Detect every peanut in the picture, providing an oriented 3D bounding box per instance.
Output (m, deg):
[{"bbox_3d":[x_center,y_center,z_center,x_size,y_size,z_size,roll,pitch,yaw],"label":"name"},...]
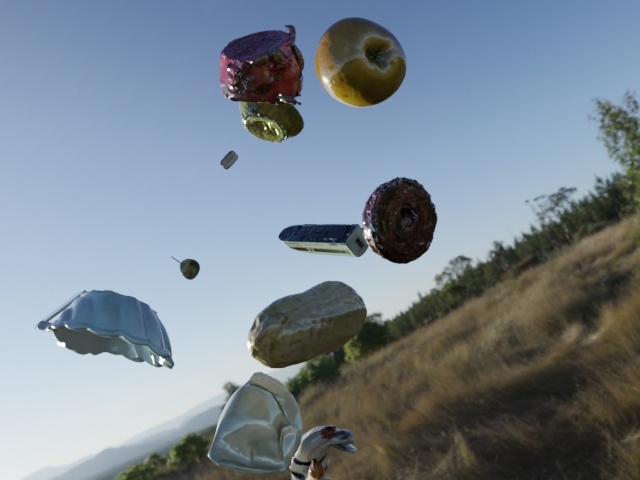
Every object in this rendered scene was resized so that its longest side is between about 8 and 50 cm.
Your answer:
[{"bbox_3d":[-0.025,0.175,1.217,0.152,0.152,0.313,-31,-9,36],"label":"peanut"}]

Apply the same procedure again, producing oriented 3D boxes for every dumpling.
[{"bbox_3d":[-0.125,0.397,1.258,0.252,0.179,0.131,-66,-5,-56],"label":"dumpling"}]

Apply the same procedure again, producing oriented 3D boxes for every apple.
[{"bbox_3d":[0.083,-0.354,1.175,0.182,0.182,0.155,-23,14,-15],"label":"apple"}]

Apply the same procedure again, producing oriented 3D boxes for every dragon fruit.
[{"bbox_3d":[-0.127,-0.408,1.361,0.211,0.147,0.282,-19,32,-25],"label":"dragon fruit"}]

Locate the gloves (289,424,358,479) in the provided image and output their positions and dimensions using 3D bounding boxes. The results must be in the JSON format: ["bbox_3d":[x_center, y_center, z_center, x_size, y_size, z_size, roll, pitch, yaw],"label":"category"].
[{"bbox_3d":[-0.008,0.472,1.308,0.140,0.131,0.219,-27,-44,-40],"label":"gloves"}]

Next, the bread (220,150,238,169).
[{"bbox_3d":[-0.332,-0.301,2.170,0.062,0.043,0.109,-42,14,19],"label":"bread"}]

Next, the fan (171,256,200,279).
[{"bbox_3d":[-0.346,0.064,1.533,0.060,0.080,0.003,-26,13,19],"label":"fan"}]

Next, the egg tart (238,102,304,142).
[{"bbox_3d":[-0.136,-0.329,1.590,0.197,0.078,0.197,16,-22,6],"label":"egg tart"}]

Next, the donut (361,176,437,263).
[{"bbox_3d":[0.204,-0.055,1.556,0.235,0.235,0.089,-20,15,-32],"label":"donut"}]

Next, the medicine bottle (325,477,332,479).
[{"bbox_3d":[0.016,0.697,1.573,0.080,0.080,0.130,-23,-45,-11],"label":"medicine bottle"}]

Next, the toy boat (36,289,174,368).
[{"bbox_3d":[-0.373,0.155,1.048,0.290,0.100,0.199,-2,-31,31],"label":"toy boat"}]

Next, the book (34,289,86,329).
[{"bbox_3d":[-0.769,0.203,1.738,0.168,0.013,0.192,-41,12,-23],"label":"book"}]

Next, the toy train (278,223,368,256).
[{"bbox_3d":[0.000,0.000,1.976,0.407,0.088,0.086,3,53,53],"label":"toy train"}]
